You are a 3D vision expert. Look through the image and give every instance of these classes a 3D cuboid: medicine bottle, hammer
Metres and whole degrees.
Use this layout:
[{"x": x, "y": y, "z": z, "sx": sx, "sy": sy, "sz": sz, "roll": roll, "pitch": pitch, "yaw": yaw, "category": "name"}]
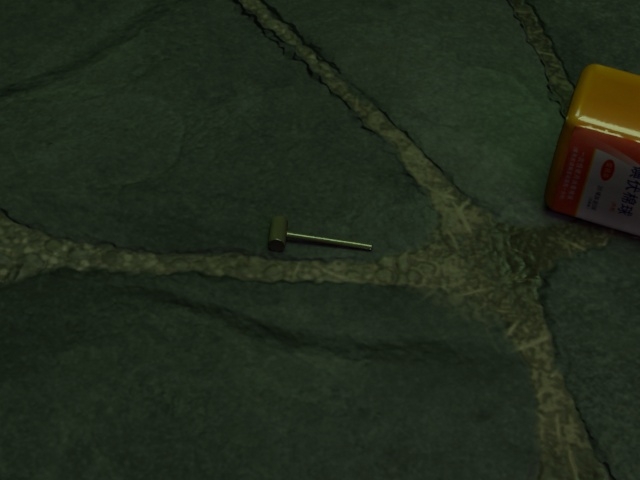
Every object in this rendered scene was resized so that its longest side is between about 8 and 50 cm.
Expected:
[{"x": 0.363, "y": -0.082, "z": 1.476, "sx": 0.222, "sy": 0.149, "sz": 0.112, "roll": 17, "pitch": 50, "yaw": 10, "category": "medicine bottle"}, {"x": 0.000, "y": 0.000, "z": 1.462, "sx": 0.110, "sy": 0.019, "sz": 0.035, "roll": 10, "pitch": 48, "yaw": -4, "category": "hammer"}]
